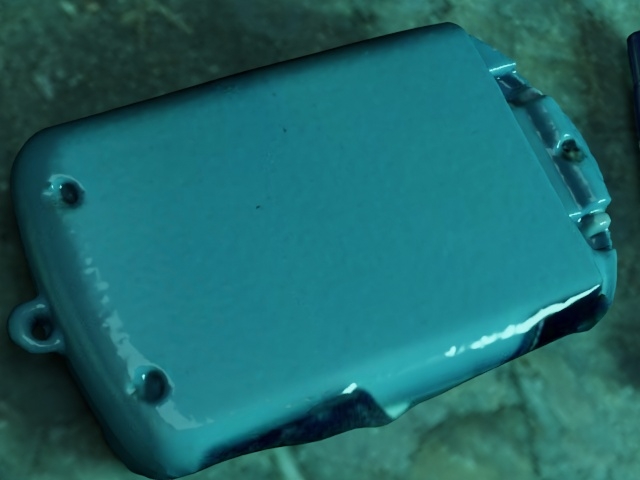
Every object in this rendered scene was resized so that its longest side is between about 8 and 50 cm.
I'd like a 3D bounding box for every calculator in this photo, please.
[{"bbox_3d":[0.000,0.000,0.808,0.293,0.051,0.173,-18,72,-25],"label":"calculator"}]

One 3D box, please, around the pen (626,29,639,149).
[{"bbox_3d":[0.172,-0.014,0.892,0.025,0.025,0.204,5,62,-17],"label":"pen"}]
